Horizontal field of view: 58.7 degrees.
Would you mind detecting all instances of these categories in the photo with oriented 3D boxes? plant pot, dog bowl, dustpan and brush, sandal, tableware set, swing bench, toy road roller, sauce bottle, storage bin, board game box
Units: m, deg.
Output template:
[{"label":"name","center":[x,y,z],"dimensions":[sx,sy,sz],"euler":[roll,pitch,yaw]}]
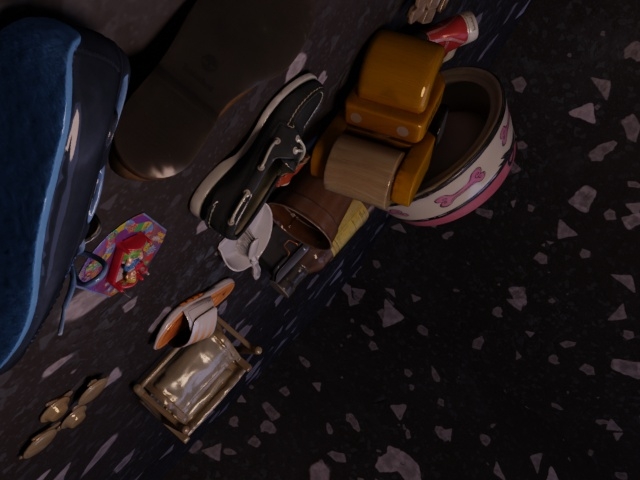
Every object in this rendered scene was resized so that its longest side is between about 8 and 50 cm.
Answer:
[{"label":"plant pot","center":[-0.004,-0.090,1.231],"dimensions":[0.165,0.167,0.167],"euler":[-56,172,-18]},{"label":"dog bowl","center":[0.270,-0.209,1.344],"dimensions":[0.408,0.150,0.407],"euler":[-28,-140,27]},{"label":"dustpan and brush","center":[-0.151,0.027,1.230],"dimensions":[0.147,0.060,0.211],"euler":[-47,169,-25]},{"label":"sandal","center":[-0.247,0.161,1.227],"dimensions":[0.265,0.076,0.102],"euler":[-38,162,-54]},{"label":"tableware set","center":[-0.450,0.308,1.005],"dimensions":[0.168,0.020,0.141],"euler":[-55,168,21]},{"label":"swing bench","center":[-0.295,0.329,1.374],"dimensions":[0.253,0.165,0.254],"euler":[-48,174,-26]},{"label":"toy road roller","center":[0.129,-0.248,1.105],"dimensions":[0.240,0.203,0.329],"euler":[91,24,-51]},{"label":"sauce bottle","center":[0.000,0.000,1.485],"dimensions":[0.344,0.111,0.111],"euler":[-47,169,-18]},{"label":"storage bin","center":[-0.096,0.018,1.359],"dimensions":[0.135,0.091,0.098],"euler":[-48,169,-24]},{"label":"board game box","center":[-0.269,0.032,0.814],"dimensions":[0.133,0.033,0.168],"euler":[-50,170,-8]}]

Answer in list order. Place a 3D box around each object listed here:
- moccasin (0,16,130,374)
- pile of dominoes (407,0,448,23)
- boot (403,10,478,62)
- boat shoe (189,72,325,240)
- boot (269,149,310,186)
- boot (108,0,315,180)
[{"label":"moccasin","center":[-0.239,-0.015,0.498],"dimensions":[0.342,0.138,0.117],"euler":[-55,174,23]},{"label":"pile of dominoes","center":[0.236,-0.547,1.096],"dimensions":[0.196,0.040,0.251],"euler":[-38,155,-53]},{"label":"boot","center":[0.222,-0.434,1.281],"dimensions":[0.176,0.088,0.244],"euler":[-21,-173,-7]},{"label":"boat shoe","center":[-0.077,-0.132,0.915],"dimensions":[0.302,0.091,0.114],"euler":[-52,166,-4]},{"label":"boot","center":[-0.076,-0.128,1.049],"dimensions":[0.084,0.059,0.158],"euler":[-51,172,23]},{"label":"boot","center":[-0.123,-0.185,0.621],"dimensions":[0.305,0.112,0.115],"euler":[-53,-158,-21]}]
